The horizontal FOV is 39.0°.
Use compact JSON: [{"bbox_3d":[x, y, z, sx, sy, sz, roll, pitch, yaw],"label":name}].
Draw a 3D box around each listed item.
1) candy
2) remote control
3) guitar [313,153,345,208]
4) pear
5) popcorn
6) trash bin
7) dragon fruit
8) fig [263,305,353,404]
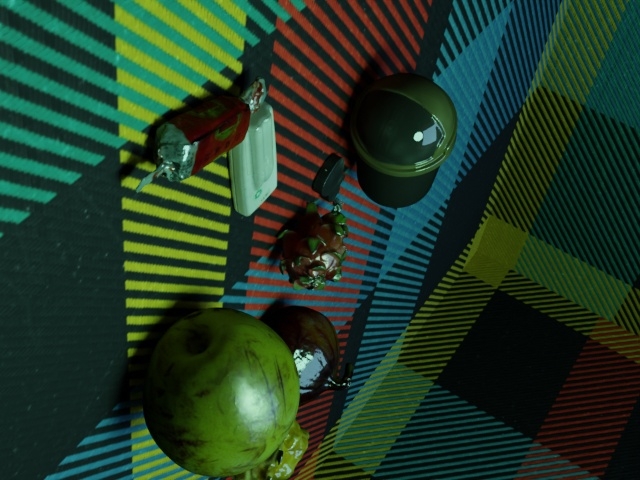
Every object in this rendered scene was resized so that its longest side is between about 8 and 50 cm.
[{"bbox_3d":[-0.159,-0.146,1.238,0.292,0.059,0.086,-42,158,-46],"label":"candy"},{"bbox_3d":[-0.103,-0.128,1.446,0.090,0.049,0.230,-50,162,-26],"label":"remote control"},{"bbox_3d":[0.029,-0.106,1.912,0.088,0.025,0.233,-59,163,-12],"label":"guitar"},{"bbox_3d":[-0.170,0.249,1.514,0.284,0.283,0.284,-53,161,-26],"label":"pear"},{"bbox_3d":[-0.140,0.438,2.022,0.253,0.191,0.190,4,100,-63],"label":"popcorn"},{"bbox_3d":[0.162,-0.206,1.837,0.214,0.214,0.334,-56,171,-18],"label":"trash bin"},{"bbox_3d":[-0.002,-0.002,1.817,0.137,0.135,0.236,88,26,-54],"label":"dragon fruit"},{"bbox_3d":[-0.055,0.257,1.966,0.235,0.214,0.235,-26,144,-21],"label":"fig"}]
